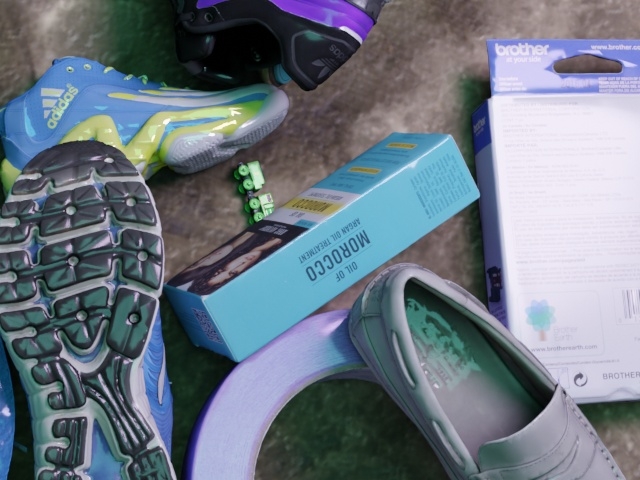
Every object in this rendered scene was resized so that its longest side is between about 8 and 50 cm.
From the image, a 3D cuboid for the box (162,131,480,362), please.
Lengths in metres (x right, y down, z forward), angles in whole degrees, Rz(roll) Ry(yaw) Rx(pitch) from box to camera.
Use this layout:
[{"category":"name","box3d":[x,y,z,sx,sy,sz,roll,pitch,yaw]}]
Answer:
[{"category":"box","box3d":[0.000,0.000,1.194,0.244,0.100,0.060,-34,108,-19]}]

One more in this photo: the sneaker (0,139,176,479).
[{"category":"sneaker","box3d":[-0.176,0.090,1.128,0.130,0.147,0.330,-4,85,-9]}]

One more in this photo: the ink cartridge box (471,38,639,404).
[{"category":"ink cartridge box","box3d":[0.231,-0.016,1.275,0.186,0.065,0.311,-2,82,-11]}]

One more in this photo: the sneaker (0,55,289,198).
[{"category":"sneaker","box3d":[-0.151,-0.106,1.202,0.240,0.091,0.126,-22,83,-12]}]

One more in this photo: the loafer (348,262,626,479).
[{"category":"loafer","box3d":[0.143,0.150,1.106,0.112,0.111,0.319,-43,89,-16]}]

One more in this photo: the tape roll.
[{"category":"tape roll","box3d":[0.031,0.194,1.180,0.275,0.090,0.274,2,79,-11]}]

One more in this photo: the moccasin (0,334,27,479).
[{"category":"moccasin","box3d":[-0.289,0.090,1.128,0.138,0.117,0.342,6,73,-18]}]

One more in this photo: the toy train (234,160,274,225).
[{"category":"toy train","box3d":[-0.049,-0.027,1.246,0.024,0.017,0.083,-16,83,-25]}]

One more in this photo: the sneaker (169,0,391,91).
[{"category":"sneaker","box3d":[-0.085,-0.205,1.184,0.293,0.102,0.146,30,91,33]}]

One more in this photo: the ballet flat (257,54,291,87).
[{"category":"ballet flat","box3d":[-0.030,-0.237,1.273,0.073,0.080,0.232,12,74,20]}]
